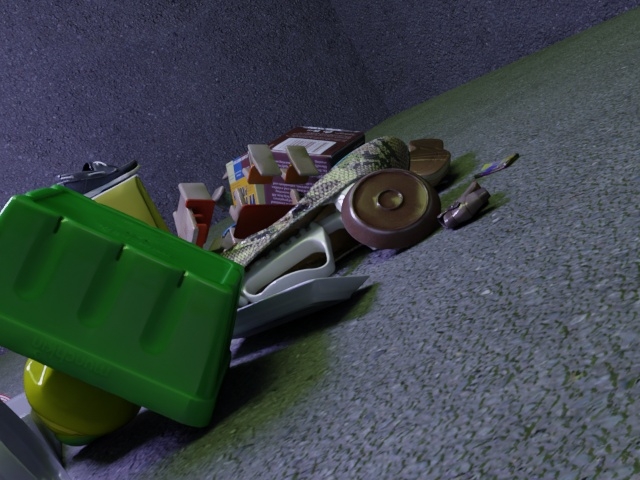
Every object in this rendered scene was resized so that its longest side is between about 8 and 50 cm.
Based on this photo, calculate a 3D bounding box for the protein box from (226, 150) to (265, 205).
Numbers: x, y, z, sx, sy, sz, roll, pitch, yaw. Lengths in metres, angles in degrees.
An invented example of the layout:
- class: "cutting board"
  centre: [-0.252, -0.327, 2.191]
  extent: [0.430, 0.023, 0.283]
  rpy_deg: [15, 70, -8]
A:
- class: "protein box"
  centre: [-0.093, -0.108, 1.791]
  extent: [0.200, 0.201, 0.136]
  rpy_deg: [-10, -3, -30]

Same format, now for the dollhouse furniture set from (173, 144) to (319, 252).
- class: "dollhouse furniture set"
  centre: [-0.138, -0.036, 1.431]
  extent: [0.259, 0.262, 0.135]
  rpy_deg: [-2, 40, -26]

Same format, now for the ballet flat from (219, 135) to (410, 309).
- class: "ballet flat"
  centre: [0.000, 0.000, 1.350]
  extent: [0.483, 0.164, 0.182]
  rpy_deg: [-36, 31, -5]

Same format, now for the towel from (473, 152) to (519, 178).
- class: "towel"
  centre: [0.335, -0.144, 1.440]
  extent: [0.083, 0.009, 0.060]
  rpy_deg: [-19, 15, 49]

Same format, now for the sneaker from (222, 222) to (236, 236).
- class: "sneaker"
  centre: [-0.238, -0.051, 2.516]
  extent: [0.209, 0.069, 0.082]
  rpy_deg: [-32, 6, -12]

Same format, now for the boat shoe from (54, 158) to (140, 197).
- class: "boat shoe"
  centre: [-0.498, -0.149, 1.705]
  extent: [0.084, 0.079, 0.233]
  rpy_deg: [-22, 9, 37]

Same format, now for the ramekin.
- class: "ramekin"
  centre: [-0.376, 0.263, 0.844]
  extent: [0.109, 0.207, 0.207]
  rpy_deg: [-42, 12, -17]

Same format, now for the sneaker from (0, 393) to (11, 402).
- class: "sneaker"
  centre: [-0.790, 0.416, 1.707]
  extent: [0.221, 0.087, 0.128]
  rpy_deg: [-16, 3, 9]

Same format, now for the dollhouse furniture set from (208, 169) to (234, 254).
- class: "dollhouse furniture set"
  centre: [-0.170, -0.057, 1.900]
  extent: [0.242, 0.212, 0.161]
  rpy_deg: [-64, 17, -13]

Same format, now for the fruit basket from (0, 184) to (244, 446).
- class: "fruit basket"
  centre: [-0.308, 0.149, 1.016]
  extent: [0.392, 0.392, 0.283]
  rpy_deg: [-29, 9, 4]

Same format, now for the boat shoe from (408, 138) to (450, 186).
- class: "boat shoe"
  centre: [0.231, -0.152, 1.628]
  extent: [0.104, 0.089, 0.285]
  rpy_deg: [0, 20, 12]

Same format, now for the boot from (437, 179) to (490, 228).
- class: "boot"
  centre: [0.227, -0.055, 1.211]
  extent: [0.087, 0.042, 0.118]
  rpy_deg: [-36, 1, 7]

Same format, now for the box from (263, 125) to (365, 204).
- class: "box"
  centre: [-0.010, -0.118, 1.591]
  extent: [0.168, 0.203, 0.167]
  rpy_deg: [9, 28, 24]

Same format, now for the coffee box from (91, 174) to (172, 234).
- class: "coffee box"
  centre: [-0.484, 0.080, 1.709]
  extent: [0.337, 0.338, 0.334]
  rpy_deg: [-31, 10, -13]

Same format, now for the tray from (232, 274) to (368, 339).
- class: "tray"
  centre: [-0.067, 0.108, 1.137]
  extent: [0.270, 0.030, 0.145]
  rpy_deg: [-24, -15, 33]

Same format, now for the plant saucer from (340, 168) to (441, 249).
- class: "plant saucer"
  centre: [0.116, -0.061, 1.256]
  extent: [0.168, 0.029, 0.168]
  rpy_deg: [-5, 53, 7]

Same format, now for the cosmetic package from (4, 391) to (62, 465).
- class: "cosmetic package"
  centre: [-0.479, 0.316, 1.169]
  extent: [0.127, 0.107, 0.238]
  rpy_deg: [-30, 6, -19]
